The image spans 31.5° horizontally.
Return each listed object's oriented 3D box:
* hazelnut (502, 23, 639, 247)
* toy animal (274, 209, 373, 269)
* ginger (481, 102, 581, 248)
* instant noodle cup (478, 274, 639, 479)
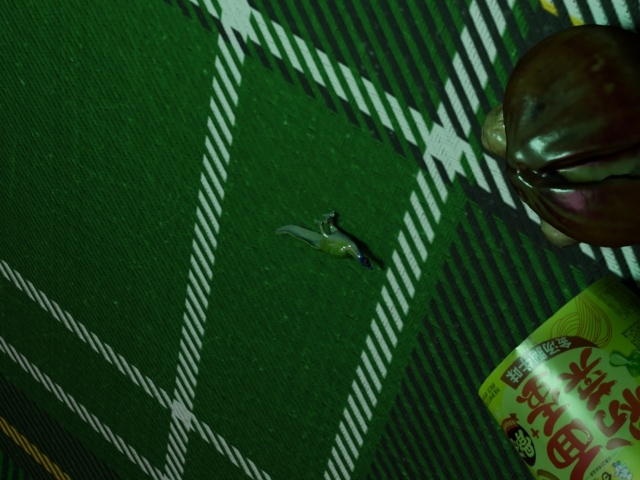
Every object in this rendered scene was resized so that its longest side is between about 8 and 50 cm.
[{"bbox_3d":[0.301,-0.114,1.265,0.217,0.217,0.251,-13,89,49],"label":"hazelnut"},{"bbox_3d":[-0.002,-0.014,1.792,0.217,0.041,0.075,21,134,39],"label":"toy animal"},{"bbox_3d":[0.277,-0.084,1.424,0.204,0.080,0.104,55,156,-1],"label":"ginger"},{"bbox_3d":[0.354,0.203,1.424,0.221,0.311,0.311,49,143,19],"label":"instant noodle cup"}]
